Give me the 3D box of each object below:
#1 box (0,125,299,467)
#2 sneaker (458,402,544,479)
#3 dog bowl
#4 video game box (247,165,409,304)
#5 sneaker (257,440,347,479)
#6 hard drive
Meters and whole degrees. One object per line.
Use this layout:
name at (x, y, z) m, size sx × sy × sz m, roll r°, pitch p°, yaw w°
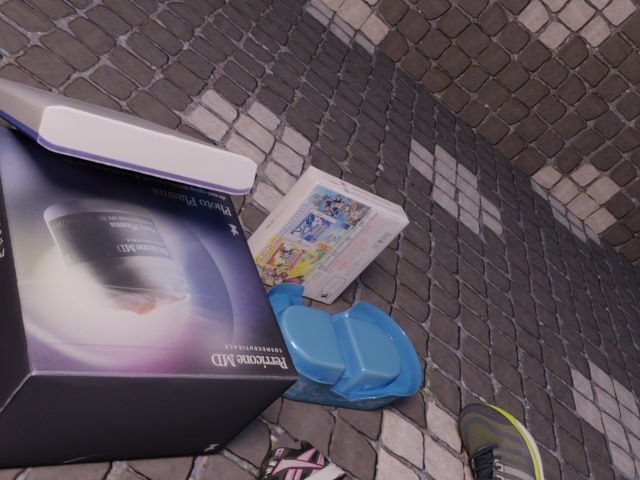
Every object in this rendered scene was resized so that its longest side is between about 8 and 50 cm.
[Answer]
box at (-0.220, 0.066, 0.787) m, size 0.296 × 0.183 × 0.293 m, roll 11°, pitch 45°, yaw -43°
sneaker at (0.270, 0.373, 1.084) m, size 0.121 × 0.111 × 0.299 m, roll 16°, pitch 39°, yaw -34°
dog bowl at (0.017, 0.163, 1.063) m, size 0.297 × 0.074 × 0.165 m, roll 18°, pitch 39°, yaw -38°
video game box at (0.000, 0.000, 1.113) m, size 0.187 × 0.205 × 0.048 m, roll 20°, pitch 34°, yaw -37°
sneaker at (-0.050, 0.284, 0.853) m, size 0.077 × 0.072 × 0.178 m, roll 45°, pitch 20°, yaw 24°
hard drive at (-0.235, -0.120, 0.794) m, size 0.210 × 0.040 × 0.319 m, roll 12°, pitch 8°, yaw -36°
